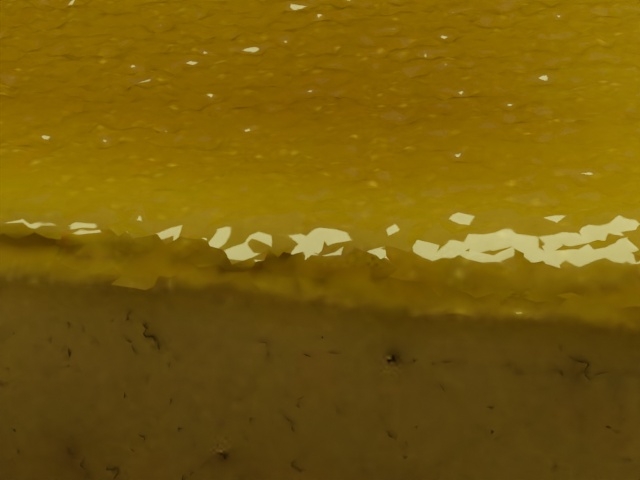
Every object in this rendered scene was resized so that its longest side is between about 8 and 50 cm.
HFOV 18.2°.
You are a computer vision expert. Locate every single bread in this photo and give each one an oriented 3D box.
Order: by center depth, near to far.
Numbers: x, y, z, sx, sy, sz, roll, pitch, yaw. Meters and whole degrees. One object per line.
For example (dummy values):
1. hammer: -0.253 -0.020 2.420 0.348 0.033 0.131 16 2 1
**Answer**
1. bread: 0.000 0.000 0.672 0.333 0.143 0.323 4 24 10
